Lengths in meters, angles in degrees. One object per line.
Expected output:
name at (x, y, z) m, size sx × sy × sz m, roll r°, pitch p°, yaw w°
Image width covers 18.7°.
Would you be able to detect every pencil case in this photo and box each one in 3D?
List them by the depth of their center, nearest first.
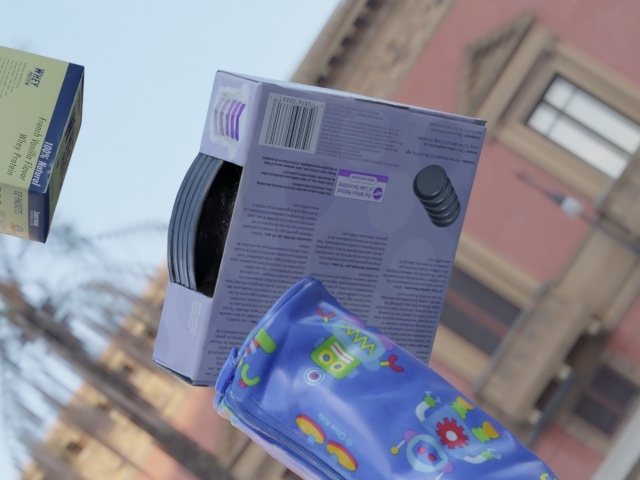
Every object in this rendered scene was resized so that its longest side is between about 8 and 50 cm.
pencil case at (0.061, 0.158, 1.363) m, size 0.133 × 0.306 × 0.119 m, roll -30°, pitch -27°, yaw -50°

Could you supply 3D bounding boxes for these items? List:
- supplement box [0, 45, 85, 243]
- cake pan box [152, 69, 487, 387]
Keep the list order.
supplement box at (-0.174, -0.054, 1.022) m, size 0.056 × 0.083 × 0.083 m, roll 105°, pitch 178°, yaw -61°
cake pan box at (0.000, 0.000, 1.576) m, size 0.267 × 0.070 × 0.246 m, roll 5°, pitch -81°, yaw -41°
